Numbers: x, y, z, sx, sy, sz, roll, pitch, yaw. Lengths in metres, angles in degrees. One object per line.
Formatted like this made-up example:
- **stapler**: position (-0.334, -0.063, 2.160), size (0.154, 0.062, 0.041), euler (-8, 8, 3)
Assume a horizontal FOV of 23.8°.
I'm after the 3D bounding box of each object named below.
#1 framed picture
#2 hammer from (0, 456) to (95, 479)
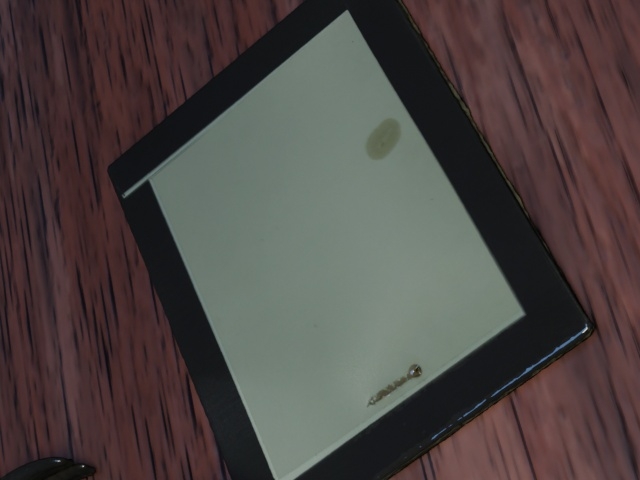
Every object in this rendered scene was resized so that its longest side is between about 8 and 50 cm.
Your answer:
- **framed picture**: position (0.000, 0.000, 1.020), size (0.265, 0.016, 0.347), euler (-38, 55, 17)
- **hammer**: position (-0.094, 0.285, 0.960), size (0.440, 0.044, 0.168), euler (27, 90, 38)
